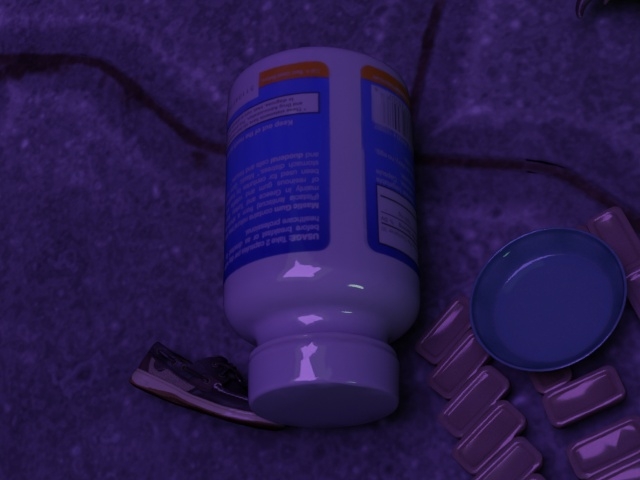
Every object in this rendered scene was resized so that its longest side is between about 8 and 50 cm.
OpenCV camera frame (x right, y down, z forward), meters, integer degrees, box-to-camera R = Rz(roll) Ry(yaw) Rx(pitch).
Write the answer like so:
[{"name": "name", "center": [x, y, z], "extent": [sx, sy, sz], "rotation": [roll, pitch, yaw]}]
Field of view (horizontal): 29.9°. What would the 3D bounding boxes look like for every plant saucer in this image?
[{"name": "plant saucer", "center": [0.170, 0.046, 0.888], "extent": [0.119, 0.021, 0.119], "rotation": [-14, 55, 21]}]

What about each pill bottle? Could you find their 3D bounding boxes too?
[{"name": "pill bottle", "center": [0.000, 0.000, 0.933], "extent": [0.152, 0.152, 0.272], "rotation": [-10, 63, 21]}]

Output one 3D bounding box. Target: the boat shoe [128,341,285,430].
[{"name": "boat shoe", "center": [-0.091, 0.117, 0.978], "extent": [0.152, 0.056, 0.049], "rotation": [13, 78, 29]}]

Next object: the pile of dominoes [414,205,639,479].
[{"name": "pile of dominoes", "center": [0.186, 0.117, 0.874], "extent": [0.196, 0.040, 0.251], "rotation": [-28, 50, 11]}]

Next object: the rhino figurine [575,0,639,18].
[{"name": "rhino figurine", "center": [0.308, -0.250, 0.953], "extent": [0.243, 0.073, 0.106], "rotation": [-33, 54, 10]}]
